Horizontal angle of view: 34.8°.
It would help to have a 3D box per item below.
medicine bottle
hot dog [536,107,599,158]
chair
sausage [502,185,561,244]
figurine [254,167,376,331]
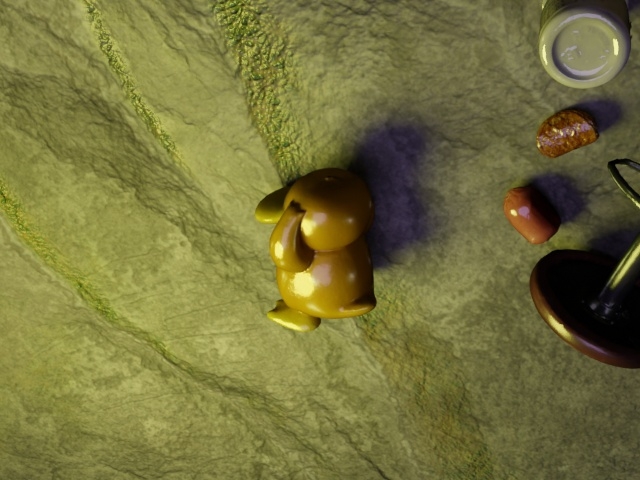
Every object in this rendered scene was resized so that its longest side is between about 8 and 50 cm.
[{"bbox_3d":[0.312,-0.257,1.205,0.105,0.168,0.105,7,126,10],"label":"medicine bottle"},{"bbox_3d":[0.328,-0.142,1.360,0.083,0.035,0.058,-21,115,27],"label":"hot dog"},{"bbox_3d":[0.424,0.004,1.317,0.226,0.226,0.401,23,127,-1],"label":"chair"},{"bbox_3d":[0.293,-0.035,1.429,0.094,0.059,0.054,43,136,-20],"label":"sausage"},{"bbox_3d":[0.005,0.008,1.457,0.215,0.215,0.228,-12,108,22],"label":"figurine"}]
